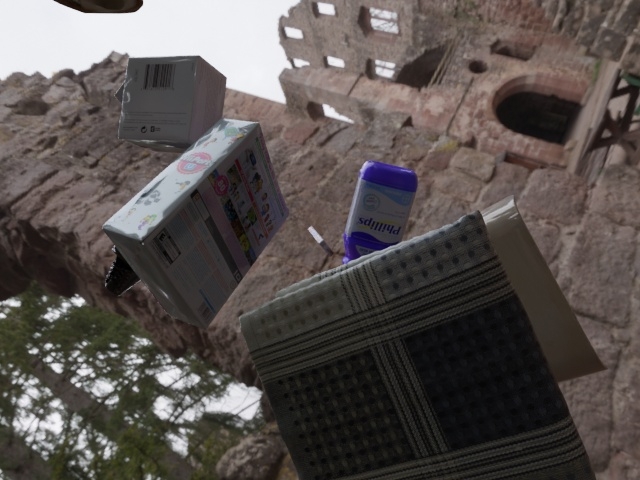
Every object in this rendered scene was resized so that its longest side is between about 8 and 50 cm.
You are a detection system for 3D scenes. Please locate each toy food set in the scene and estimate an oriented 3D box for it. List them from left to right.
[{"bbox_3d":[0.294,0.109,0.735,0.219,0.306,0.092,-31,-12,30],"label":"toy food set"}]

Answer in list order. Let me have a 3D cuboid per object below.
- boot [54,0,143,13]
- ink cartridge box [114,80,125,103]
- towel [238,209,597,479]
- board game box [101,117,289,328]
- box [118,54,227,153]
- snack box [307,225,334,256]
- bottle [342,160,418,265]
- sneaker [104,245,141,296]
[{"bbox_3d":[-0.184,-0.295,0.441,0.236,0.270,0.089,16,-48,-30],"label":"boot"},{"bbox_3d":[-0.604,-0.538,1.496,0.175,0.072,0.127,-35,13,28],"label":"ink cartridge box"},{"bbox_3d":[0.086,0.169,0.496,0.312,0.324,0.056,68,-161,6],"label":"towel"},{"bbox_3d":[-0.190,-0.036,0.769,0.303,0.097,0.224,-56,-33,-34],"label":"board game box"},{"bbox_3d":[-0.317,-0.289,0.942,0.119,0.180,0.182,9,-93,-72],"label":"box"},{"bbox_3d":[0.000,0.000,1.497,0.022,0.064,0.178,-41,22,1],"label":"snack box"},{"bbox_3d":[0.106,-0.014,0.880,0.092,0.118,0.283,-83,7,-73],"label":"bottle"},{"bbox_3d":[-0.475,0.075,1.050,0.118,0.083,0.222,-42,-8,-16],"label":"sneaker"}]
